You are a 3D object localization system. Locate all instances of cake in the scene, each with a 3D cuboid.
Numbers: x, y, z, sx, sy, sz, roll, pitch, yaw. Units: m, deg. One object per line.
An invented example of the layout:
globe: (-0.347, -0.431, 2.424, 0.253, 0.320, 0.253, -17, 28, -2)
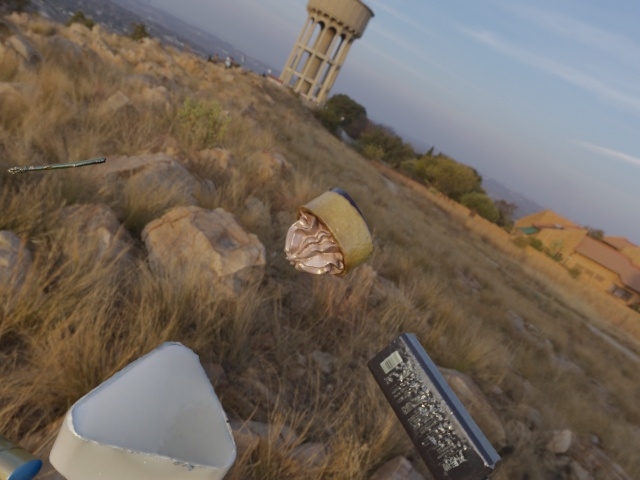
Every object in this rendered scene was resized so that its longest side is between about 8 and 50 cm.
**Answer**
cake: (0.000, 0.000, 0.960, 0.208, 0.178, 0.185, 43, -23, 62)

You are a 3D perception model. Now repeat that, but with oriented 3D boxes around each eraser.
eraser: (-0.350, 0.371, 0.929, 0.332, 0.149, 0.331, 26, 25, -13)

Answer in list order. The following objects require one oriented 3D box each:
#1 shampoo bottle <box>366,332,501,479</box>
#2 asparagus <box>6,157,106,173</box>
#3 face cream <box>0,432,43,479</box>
shampoo bottle: (0.193, 0.302, 0.681, 0.071, 0.098, 0.309, 22, 28, -49)
asparagus: (-0.476, -0.135, 0.776, 0.166, 0.013, 0.016, -10, 56, -11)
face cream: (-0.787, 0.489, 1.012, 0.285, 0.067, 0.139, 21, -23, 15)
